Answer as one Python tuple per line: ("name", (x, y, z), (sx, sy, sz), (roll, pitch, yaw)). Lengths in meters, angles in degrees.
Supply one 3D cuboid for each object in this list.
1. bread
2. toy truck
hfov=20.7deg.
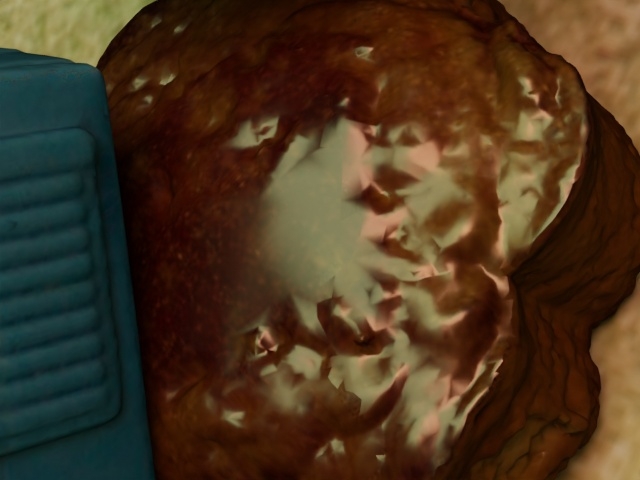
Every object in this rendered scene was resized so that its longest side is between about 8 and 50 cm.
("bread", (0.000, 0.012, 0.624), (0.247, 0.135, 0.232), (-42, 49, 18))
("toy truck", (-0.144, 0.129, 0.582), (0.162, 0.161, 0.385), (4, 101, 45))
